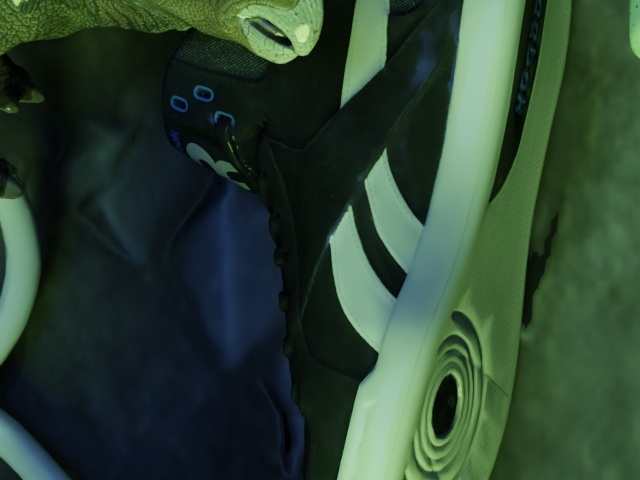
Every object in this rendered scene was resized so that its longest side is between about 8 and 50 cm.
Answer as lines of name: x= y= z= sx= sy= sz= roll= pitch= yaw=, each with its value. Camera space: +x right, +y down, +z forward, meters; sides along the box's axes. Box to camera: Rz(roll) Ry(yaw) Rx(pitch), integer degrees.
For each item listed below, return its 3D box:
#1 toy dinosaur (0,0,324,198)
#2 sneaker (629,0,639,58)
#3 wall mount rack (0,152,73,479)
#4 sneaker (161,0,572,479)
toy dinosaur: x=-0.140 y=-0.112 z=0.593 sx=0.313 sy=0.121 sz=0.160 roll=20 pitch=118 yaw=3
sneaker: x=0.202 y=-0.104 z=0.527 sx=0.256 sy=0.094 sz=0.151 roll=-4 pitch=74 yaw=30
wall mount rack: x=-0.185 y=0.136 z=0.625 sx=0.304 sy=0.130 sz=0.350 roll=37 pitch=96 yaw=-4
sneaker: x=0.000 y=0.000 z=0.604 sx=0.121 sy=0.079 sz=0.217 roll=7 pitch=74 yaw=27
